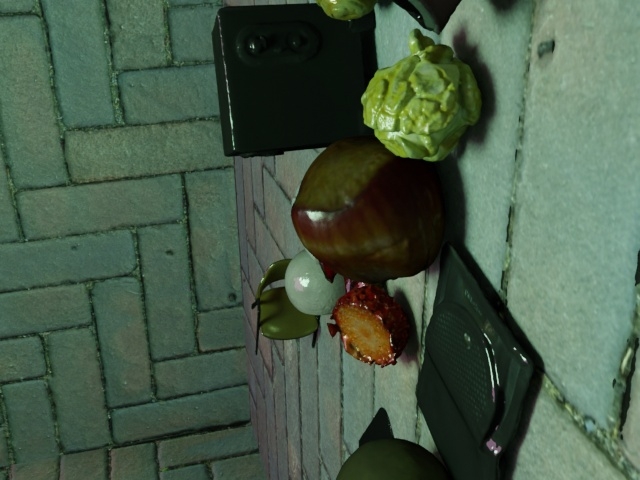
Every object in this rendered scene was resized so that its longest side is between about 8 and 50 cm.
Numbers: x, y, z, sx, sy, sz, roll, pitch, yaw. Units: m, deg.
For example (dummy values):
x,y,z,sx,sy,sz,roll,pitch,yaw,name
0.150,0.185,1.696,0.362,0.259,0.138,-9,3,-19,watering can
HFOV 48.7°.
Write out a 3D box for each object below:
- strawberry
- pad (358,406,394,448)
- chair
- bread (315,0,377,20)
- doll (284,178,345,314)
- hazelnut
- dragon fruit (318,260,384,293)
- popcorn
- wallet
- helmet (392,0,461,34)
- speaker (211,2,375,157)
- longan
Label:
x,y,z,sx,sy,sz,roll,pitch,yaw,name
0.087,0.139,1.166,0.145,0.086,0.145,19,122,34,strawberry
0.120,0.451,1.406,0.267,0.004,0.181,107,153,-57,pad
-0.089,0.171,1.788,0.247,0.159,0.172,112,150,-65,chair
0.038,-0.464,1.038,0.152,0.130,0.267,-41,-47,-62,bread
0.000,0.000,1.400,0.151,0.151,0.287,-138,47,-69,doll
0.072,-0.041,0.986,0.229,0.229,0.229,173,90,-76,hazelnut
0.058,0.036,1.233,0.092,0.122,0.192,-5,89,61,dragon fruit
0.118,-0.165,0.845,0.141,0.136,0.162,-108,14,-63,popcorn
0.190,0.194,0.934,0.247,0.041,0.323,-112,18,-50,wallet
0.068,-0.382,0.742,0.197,0.271,0.338,-53,30,26,helmet
-0.044,-0.263,1.195,0.184,0.254,0.232,-164,68,-76,speaker
0.108,0.393,1.038,0.196,0.197,0.220,-112,6,-47,longan
